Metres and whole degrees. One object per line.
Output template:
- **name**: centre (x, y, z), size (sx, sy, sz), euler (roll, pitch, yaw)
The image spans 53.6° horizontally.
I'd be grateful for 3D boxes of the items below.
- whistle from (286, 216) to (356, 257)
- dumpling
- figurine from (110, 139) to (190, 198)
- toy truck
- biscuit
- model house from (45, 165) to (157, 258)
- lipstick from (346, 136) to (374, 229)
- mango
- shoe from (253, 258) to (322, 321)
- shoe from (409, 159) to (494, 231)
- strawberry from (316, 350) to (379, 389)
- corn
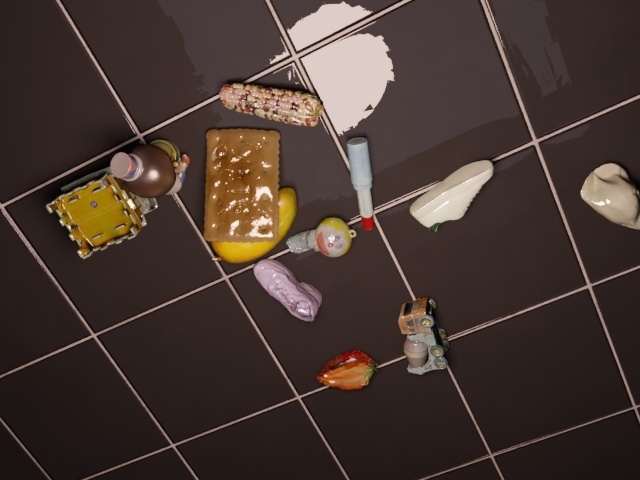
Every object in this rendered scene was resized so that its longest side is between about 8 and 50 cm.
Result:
- **whistle**: centre (0.000, 0.000, 1.864), size (0.223, 0.123, 0.122), euler (-11, 113, 23)
- **dumpling**: centre (0.835, -0.127, 1.778), size (0.229, 0.124, 0.151), euler (32, 74, -16)
- **figurine**: centre (-0.457, -0.194, 1.713), size (0.161, 0.275, 0.158), euler (-16, 96, 5)
- **toy truck**: centre (0.315, 0.308, 1.982), size (0.140, 0.108, 0.256), euler (-12, 115, 22)
- **biscuit**: centre (-0.220, -0.155, 1.774), size (0.217, 0.044, 0.324), euler (2, 87, 3)
- **model house**: centre (-0.608, -0.097, 1.789), size (0.224, 0.215, 0.198), euler (-23, 113, 11)
- **lipstick**: centre (0.121, -0.157, 1.813), size (0.061, 0.068, 0.273), euler (-11, 119, -1)
- **mango**: centre (-0.196, -0.043, 1.854), size (0.317, 0.119, 0.176), euler (-34, 103, 6)
- **shoe**: centre (-0.102, 0.155, 1.916), size (0.245, 0.137, 0.095), euler (35, 106, -12)
- **shoe**: centre (0.389, -0.122, 1.807), size (0.265, 0.095, 0.110), euler (-31, 114, 20)
- **strawberry**: centre (0.094, 0.413, 2.044), size (0.192, 0.085, 0.140), euler (-38, 114, 22)
- **corn**: centre (-0.132, -0.372, 1.726), size (0.281, 0.092, 0.092), euler (11, 113, 3)
